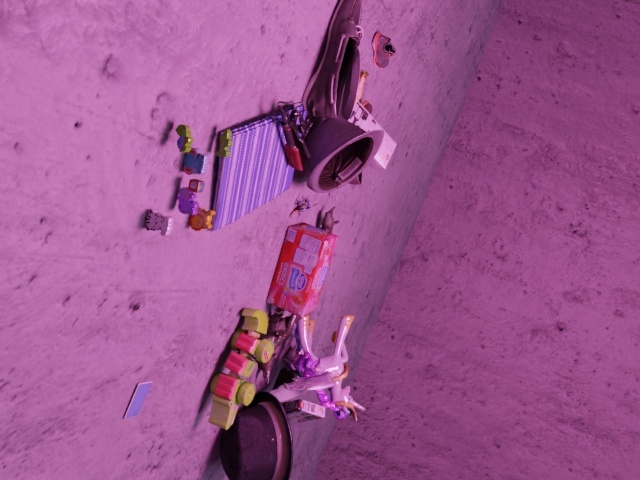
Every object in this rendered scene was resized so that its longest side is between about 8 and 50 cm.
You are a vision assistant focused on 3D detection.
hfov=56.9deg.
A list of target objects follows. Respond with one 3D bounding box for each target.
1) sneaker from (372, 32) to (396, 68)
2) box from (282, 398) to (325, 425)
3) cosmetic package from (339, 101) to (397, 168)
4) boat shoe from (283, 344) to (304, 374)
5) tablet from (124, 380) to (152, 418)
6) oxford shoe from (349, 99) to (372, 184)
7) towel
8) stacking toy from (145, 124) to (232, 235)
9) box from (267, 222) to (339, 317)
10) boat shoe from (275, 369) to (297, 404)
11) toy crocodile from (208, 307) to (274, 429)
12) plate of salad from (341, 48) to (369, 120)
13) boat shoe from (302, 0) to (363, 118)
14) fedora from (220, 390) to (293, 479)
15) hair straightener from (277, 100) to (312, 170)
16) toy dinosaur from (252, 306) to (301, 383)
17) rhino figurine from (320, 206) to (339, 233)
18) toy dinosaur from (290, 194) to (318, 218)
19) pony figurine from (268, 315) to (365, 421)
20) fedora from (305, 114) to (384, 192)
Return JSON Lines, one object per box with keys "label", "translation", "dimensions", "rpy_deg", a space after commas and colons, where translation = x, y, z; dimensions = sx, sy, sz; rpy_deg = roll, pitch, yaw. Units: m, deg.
{"label": "sneaker", "translation": [0.204, -0.585, 1.853], "dimensions": [0.061, 0.065, 0.158], "rpy_deg": [-65, 161, -7]}
{"label": "box", "translation": [-0.095, 0.576, 1.963], "dimensions": [0.114, 0.207, 0.036], "rpy_deg": [29, 50, -33]}
{"label": "cosmetic package", "translation": [0.135, -0.322, 1.802], "dimensions": [0.239, 0.061, 0.098], "rpy_deg": [37, 75, -41]}
{"label": "boat shoe", "translation": [-0.070, 0.468, 2.264], "dimensions": [0.088, 0.096, 0.267], "rpy_deg": [-56, 151, -18]}
{"label": "tablet", "translation": [-0.406, 0.353, 1.314], "dimensions": [0.083, 0.006, 0.054], "rpy_deg": [-67, 162, 0]}
{"label": "oxford shoe", "translation": [0.131, -0.312, 1.908], "dimensions": [0.097, 0.099, 0.271], "rpy_deg": [-27, 136, -63]}
{"label": "towel", "translation": [-0.146, -0.182, 1.397], "dimensions": [0.336, 0.040, 0.243], "rpy_deg": [-37, 147, -53]}
{"label": "stacking toy", "translation": [-0.251, -0.116, 1.148], "dimensions": [0.167, 0.052, 0.221], "rpy_deg": [-17, 125, -69]}
{"label": "box", "translation": [-0.054, 0.087, 1.803], "dimensions": [0.123, 0.128, 0.256], "rpy_deg": [-19, 128, -66]}
{"label": "boat shoe", "translation": [-0.142, 0.614, 2.223], "dimensions": [0.095, 0.095, 0.257], "rpy_deg": [30, 82, -78]}
{"label": "toy crocodile", "translation": [-0.227, 0.354, 1.650], "dimensions": [0.340, 0.115, 0.105], "rpy_deg": [-67, 157, -8]}
{"label": "plate of salad", "translation": [0.091, -0.426, 1.622], "dimensions": [0.200, 0.048, 0.199], "rpy_deg": [-176, -90, -80]}
{"label": "boat shoe", "translation": [0.058, -0.471, 1.524], "dimensions": [0.334, 0.096, 0.112], "rpy_deg": [-69, 162, 3]}
{"label": "fedora", "translation": [-0.219, 0.652, 1.873], "dimensions": [0.153, 0.334, 0.333], "rpy_deg": [3, 112, -36]}
{"label": "hair straightener", "translation": [-0.060, -0.263, 1.411], "dimensions": [0.089, 0.047, 0.230], "rpy_deg": [-58, 156, -18]}
{"label": "toy dinosaur", "translation": [-0.137, 0.284, 1.866], "dimensions": [0.313, 0.121, 0.160], "rpy_deg": [-56, 174, -47]}
{"label": "rhino figurine", "translation": [0.000, 0.000, 1.944], "dimensions": [0.243, 0.073, 0.106], "rpy_deg": [-69, 158, 0]}
{"label": "toy dinosaur", "translation": [-0.054, -0.104, 1.758], "dimensions": [0.090, 0.047, 0.082], "rpy_deg": [-35, 172, 5]}
{"label": "pony figurine", "translation": [-0.015, 0.446, 2.044], "dimensions": [0.303, 0.351, 0.363], "rpy_deg": [-37, -126, 56]}
{"label": "fedora", "translation": [0.042, -0.251, 1.615], "dimensions": [0.244, 0.124, 0.275], "rpy_deg": [-31, 163, -16]}
